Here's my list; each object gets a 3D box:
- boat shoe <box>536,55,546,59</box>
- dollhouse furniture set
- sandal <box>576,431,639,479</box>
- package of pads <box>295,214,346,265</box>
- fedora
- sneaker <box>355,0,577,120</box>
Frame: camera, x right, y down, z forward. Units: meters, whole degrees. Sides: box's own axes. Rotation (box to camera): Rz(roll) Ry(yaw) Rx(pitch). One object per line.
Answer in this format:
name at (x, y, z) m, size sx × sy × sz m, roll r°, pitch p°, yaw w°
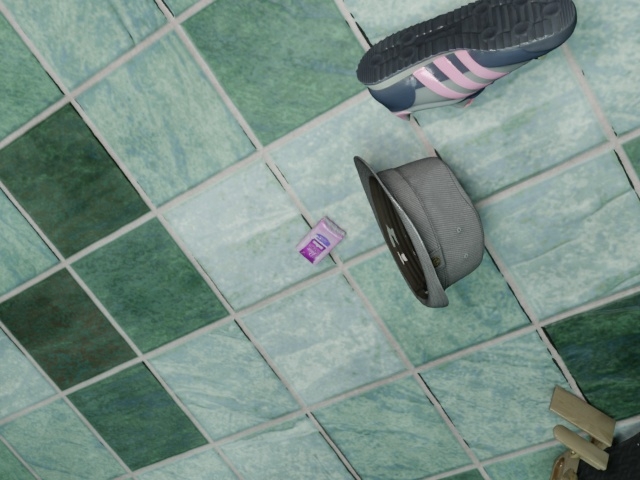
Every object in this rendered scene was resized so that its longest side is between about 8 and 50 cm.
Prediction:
boat shoe at (0.286, -0.314, 1.120) m, size 0.042 × 0.049 × 0.133 m, roll 0°, pitch 128°, yaw 45°
dollhouse furniture set at (0.421, 0.378, 1.430) m, size 0.123 × 0.144 × 0.151 m, roll 32°, pitch 137°, yaw 2°
sandal at (0.583, 0.415, 1.387) m, size 0.107 × 0.167 × 0.445 m, roll 28°, pitch 124°, yaw -22°
package of pads at (0.000, 0.000, 1.382) m, size 0.050 × 0.032 × 0.083 m, roll 41°, pitch 121°, yaw -6°
fedora at (0.167, -0.032, 1.235) m, size 0.124 × 0.244 × 0.275 m, roll -26°, pitch 109°, yaw -5°
sneaker at (0.216, -0.254, 1.128) m, size 0.319 × 0.112 × 0.131 m, roll -8°, pitch 146°, yaw 35°
